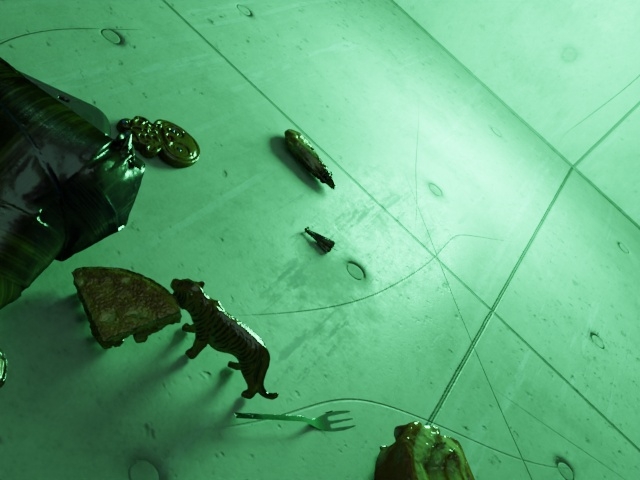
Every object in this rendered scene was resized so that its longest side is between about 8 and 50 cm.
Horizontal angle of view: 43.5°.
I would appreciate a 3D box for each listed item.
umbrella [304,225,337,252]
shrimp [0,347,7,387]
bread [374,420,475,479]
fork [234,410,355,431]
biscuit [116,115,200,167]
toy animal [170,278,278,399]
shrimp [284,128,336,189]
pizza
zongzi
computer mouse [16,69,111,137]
[{"bbox_3d":[0.000,-0.001,1.674,0.083,0.020,0.031,38,71,-6],"label":"umbrella"},{"bbox_3d":[-0.500,0.132,0.957,0.251,0.052,0.144,21,26,-42],"label":"shrimp"},{"bbox_3d":[0.170,0.404,1.262,0.190,0.123,0.244,10,42,-38],"label":"bread"},{"bbox_3d":[-0.043,0.284,1.278,0.235,0.021,0.039,11,38,-37],"label":"fork"},{"bbox_3d":[-0.311,-0.197,1.573,0.175,0.026,0.124,9,43,-41],"label":"biscuit"},{"bbox_3d":[-0.150,0.156,1.243,0.241,0.099,0.057,40,32,0],"label":"toy animal"},{"bbox_3d":[-0.018,-0.192,1.868,0.190,0.042,0.101,53,26,20],"label":"shrimp"},{"bbox_3d":[-0.299,0.102,1.187,0.175,0.046,0.134,28,49,3],"label":"pizza"},{"bbox_3d":[-0.509,-0.082,1.088,0.403,0.208,0.432,37,42,1],"label":"zongzi"},{"bbox_3d":[-0.477,-0.225,1.401,0.232,0.057,0.120,23,36,-32],"label":"computer mouse"}]
